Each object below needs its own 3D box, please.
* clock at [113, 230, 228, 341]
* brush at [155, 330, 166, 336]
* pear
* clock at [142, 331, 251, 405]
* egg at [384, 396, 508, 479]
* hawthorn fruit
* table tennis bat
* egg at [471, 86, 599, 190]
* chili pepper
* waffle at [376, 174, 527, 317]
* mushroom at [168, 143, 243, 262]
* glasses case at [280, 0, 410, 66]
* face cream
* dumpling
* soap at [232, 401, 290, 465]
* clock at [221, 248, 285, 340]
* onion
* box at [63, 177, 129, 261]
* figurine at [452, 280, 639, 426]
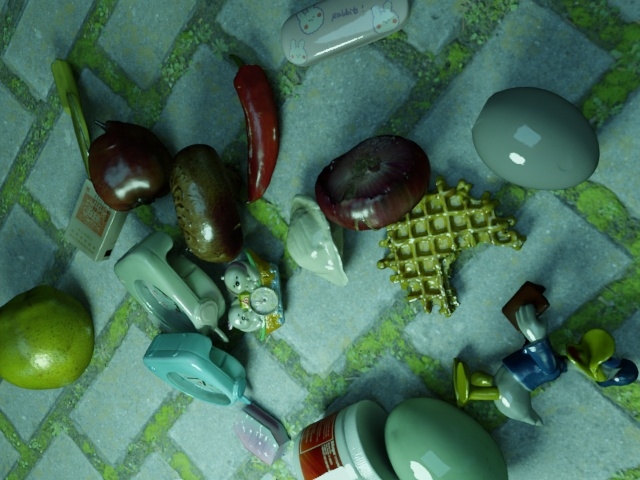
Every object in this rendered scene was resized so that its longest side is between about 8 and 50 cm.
[{"bbox_3d":[-0.357,0.136,1.278,0.324,0.109,0.265,50,145,-15],"label":"clock"},{"bbox_3d":[-0.379,0.308,1.413,0.178,0.030,0.033,29,100,5],"label":"brush"},{"bbox_3d":[-0.785,0.283,1.446,0.294,0.294,0.294,3,98,22],"label":"pear"},{"bbox_3d":[-0.295,0.335,1.293,0.223,0.094,0.274,-8,137,38],"label":"clock"},{"bbox_3d":[0.262,0.456,1.077,0.282,0.203,0.203,41,110,13],"label":"egg"},{"bbox_3d":[-0.494,-0.204,1.293,0.208,0.208,0.248,-26,95,23],"label":"hawthorn fruit"},{"bbox_3d":[-0.665,-0.337,1.388,0.369,0.054,0.224,66,154,16],"label":"table tennis bat"},{"bbox_3d":[0.402,-0.186,0.952,0.231,0.176,0.176,28,106,8],"label":"egg"},{"bbox_3d":[-0.161,-0.277,1.217,0.137,0.091,0.369,-4,92,37],"label":"chili pepper"},{"bbox_3d":[0.258,0.006,1.094,0.259,0.069,0.293,41,108,12],"label":"waffle"},{"bbox_3d":[-0.264,-0.085,1.190,0.163,0.278,0.297,-6,134,-4],"label":"mushroom"},{"bbox_3d":[0.049,-0.472,1.110,0.296,0.075,0.113,-14,90,22],"label":"glasses case"},{"bbox_3d":[0.066,0.492,1.162,0.187,0.201,0.201,-33,84,22],"label":"face cream"},{"bbox_3d":[-0.002,-0.004,1.151,0.166,0.126,0.216,161,109,-65],"label":"dumpling"},{"bbox_3d":[-0.153,0.509,1.332,0.149,0.056,0.100,32,110,16],"label":"soap"},{"bbox_3d":[-0.165,0.134,1.248,0.144,0.103,0.231,-6,94,-2],"label":"clock"},{"bbox_3d":[0.110,-0.116,1.070,0.248,0.161,0.248,-11,59,19],"label":"onion"},{"bbox_3d":[-0.632,-0.059,1.448,0.141,0.058,0.201,36,108,14],"label":"box"},{"bbox_3d":[0.448,0.223,1.022,0.338,0.204,0.284,4,91,9],"label":"figurine"}]
